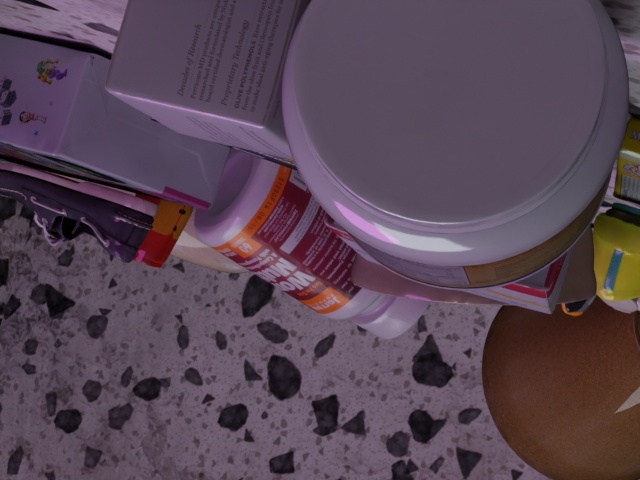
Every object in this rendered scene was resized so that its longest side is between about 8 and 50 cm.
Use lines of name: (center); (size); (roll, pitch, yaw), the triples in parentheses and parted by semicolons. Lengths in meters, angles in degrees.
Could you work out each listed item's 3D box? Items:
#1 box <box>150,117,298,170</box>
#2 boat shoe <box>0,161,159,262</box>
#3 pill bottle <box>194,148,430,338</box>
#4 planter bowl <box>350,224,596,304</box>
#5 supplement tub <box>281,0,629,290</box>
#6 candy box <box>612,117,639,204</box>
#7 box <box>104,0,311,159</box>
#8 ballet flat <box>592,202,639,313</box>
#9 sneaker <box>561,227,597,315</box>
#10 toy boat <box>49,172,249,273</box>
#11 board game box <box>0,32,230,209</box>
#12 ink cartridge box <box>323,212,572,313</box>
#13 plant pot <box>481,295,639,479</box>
box: (0.013, -0.079, 1.295); (0.231, 0.056, 0.183); (18, 176, -24)
boat shoe: (-0.242, -0.027, 1.640); (0.206, 0.065, 0.075); (14, 177, 33)
pill bottle: (0.000, 0.000, 1.683); (0.221, 0.121, 0.121); (33, 170, -24)
planter bowl: (0.103, -0.024, 1.162); (0.162, 0.109, 0.162); (2, -173, 0)
supplement tub: (0.061, -0.056, 0.782); (0.144, 0.144, 0.200); (16, 176, 8)
candy box: (0.243, -0.036, 1.142); (0.105, 0.027, 0.206); (20, 177, 10)
box: (-0.038, -0.101, 0.874); (0.087, 0.102, 0.101); (13, 176, 18)
ballet flat: (0.241, 0.016, 1.317); (0.077, 0.077, 0.231); (18, -175, 21)
sneaker: (0.171, 0.008, 1.671); (0.215, 0.083, 0.084); (16, 179, 30)
toy boat: (-0.149, -0.058, 1.816); (0.267, 0.148, 0.318); (22, -177, -5)
board game box: (-0.263, -0.120, 1.588); (0.303, 0.097, 0.224); (15, 176, 34)
ink cartridge box: (0.089, -0.039, 1.004); (0.127, 0.128, 0.176); (16, 175, 10)
plant pot: (0.314, 0.111, 1.757); (0.237, 0.237, 0.254); (17, 161, -10)
